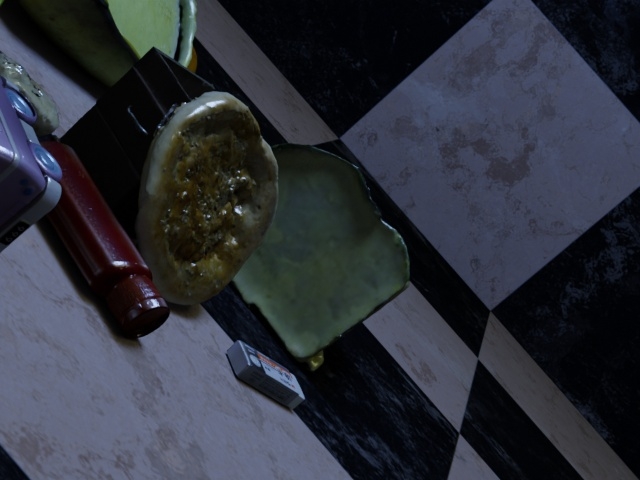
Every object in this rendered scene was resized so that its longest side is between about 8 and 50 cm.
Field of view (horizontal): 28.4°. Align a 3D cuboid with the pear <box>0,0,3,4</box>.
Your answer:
[{"bbox_3d":[-0.497,-0.360,1.455,0.292,0.159,0.292,26,-24,12],"label":"pear"}]

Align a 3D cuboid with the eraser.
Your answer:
[{"bbox_3d":[-0.073,0.180,1.694,0.122,0.029,0.052,37,17,-41],"label":"eraser"}]

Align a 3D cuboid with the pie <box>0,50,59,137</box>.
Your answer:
[{"bbox_3d":[-0.391,-0.178,1.455,0.218,0.052,0.185,20,-16,22],"label":"pie"}]

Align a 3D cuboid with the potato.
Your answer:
[{"bbox_3d":[-0.356,-0.368,2.085,0.330,0.213,0.280,-66,142,-49],"label":"potato"}]

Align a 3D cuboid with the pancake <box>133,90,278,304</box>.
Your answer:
[{"bbox_3d":[-0.147,-0.050,1.615,0.049,0.282,0.282,17,-6,32],"label":"pancake"}]

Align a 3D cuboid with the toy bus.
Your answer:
[{"bbox_3d":[-0.362,-0.094,1.265,0.142,0.142,0.202,34,19,-51],"label":"toy bus"}]

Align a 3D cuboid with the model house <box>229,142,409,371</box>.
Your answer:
[{"bbox_3d":[0.000,0.000,1.979,0.321,0.261,0.266,54,10,5],"label":"model house"}]

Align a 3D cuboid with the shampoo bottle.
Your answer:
[{"bbox_3d":[-0.266,-0.001,1.498,0.260,0.064,0.102,55,12,24],"label":"shampoo bottle"}]

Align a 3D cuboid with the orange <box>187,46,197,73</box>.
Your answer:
[{"bbox_3d":[-0.299,-0.331,2.276,0.156,0.124,0.156,31,8,-4],"label":"orange"}]

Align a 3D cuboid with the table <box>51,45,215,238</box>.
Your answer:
[{"bbox_3d":[-0.220,-0.124,1.728,0.169,0.193,0.172,55,14,29],"label":"table"}]
